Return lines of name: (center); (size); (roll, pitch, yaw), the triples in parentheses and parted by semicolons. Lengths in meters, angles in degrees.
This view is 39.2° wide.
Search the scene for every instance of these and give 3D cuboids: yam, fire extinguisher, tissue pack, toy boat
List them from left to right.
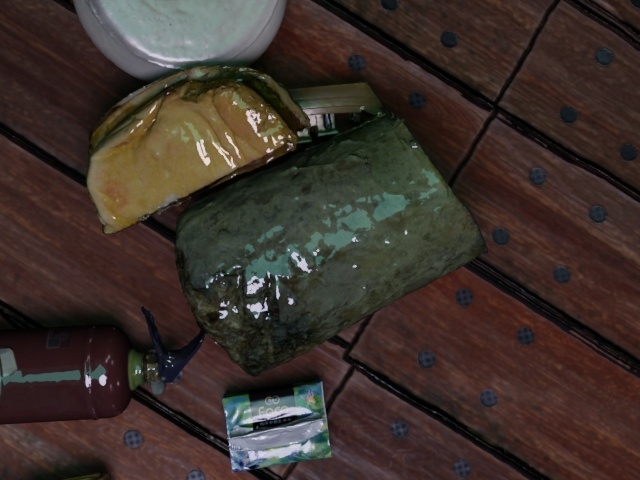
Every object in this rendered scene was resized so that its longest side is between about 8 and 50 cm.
fire extinguisher: (-0.288, 0.129, 0.944); (0.343, 0.102, 0.138); (-3, 128, -2)
tissue pack: (-0.047, 0.201, 0.973); (0.111, 0.079, 0.085); (-8, 86, -4)
toy boat: (-0.027, -0.137, 1.015); (0.206, 0.064, 0.072); (-5, 100, -3)
yam: (0.000, 0.000, 0.940); (0.300, 0.195, 0.195); (-27, 87, -6)

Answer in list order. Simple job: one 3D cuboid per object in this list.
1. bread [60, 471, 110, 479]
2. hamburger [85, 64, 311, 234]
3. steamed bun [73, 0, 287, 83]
bread: (-0.263, 0.343, 0.925); (0.114, 0.132, 0.191); (-10, 83, -2)
hamburger: (-0.147, -0.105, 0.936); (0.262, 0.124, 0.131); (-23, 108, 21)
steamed bun: (-0.154, -0.279, 0.978); (0.231, 0.145, 0.232); (-1, 95, -13)
